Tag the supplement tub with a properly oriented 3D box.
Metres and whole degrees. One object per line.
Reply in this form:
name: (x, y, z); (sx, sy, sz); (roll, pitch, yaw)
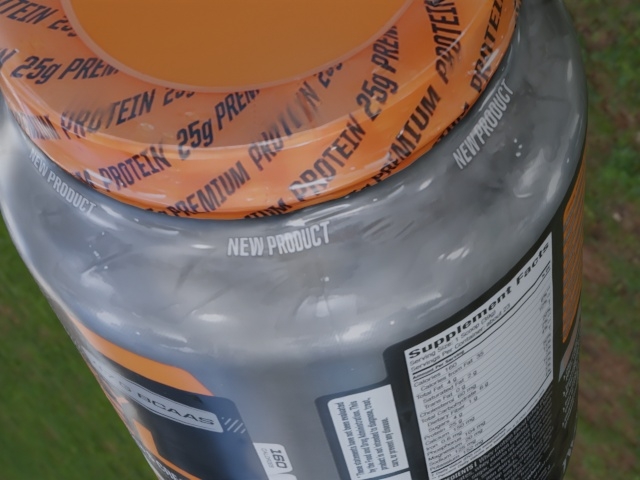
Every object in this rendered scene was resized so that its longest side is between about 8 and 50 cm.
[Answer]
supplement tub: (0.000, 0.000, 0.498); (0.193, 0.193, 0.316); (40, 161, 29)
